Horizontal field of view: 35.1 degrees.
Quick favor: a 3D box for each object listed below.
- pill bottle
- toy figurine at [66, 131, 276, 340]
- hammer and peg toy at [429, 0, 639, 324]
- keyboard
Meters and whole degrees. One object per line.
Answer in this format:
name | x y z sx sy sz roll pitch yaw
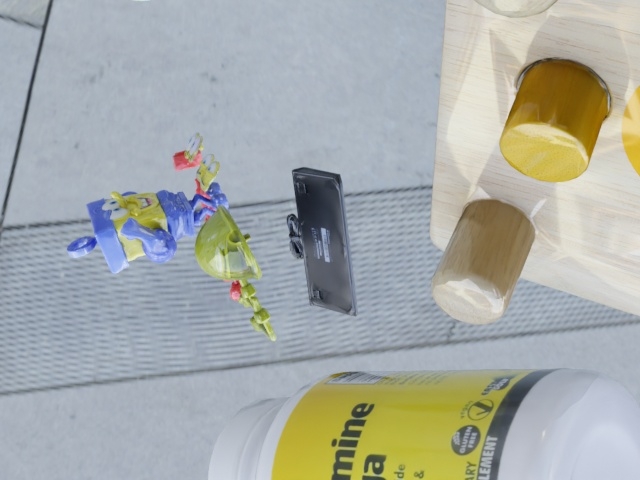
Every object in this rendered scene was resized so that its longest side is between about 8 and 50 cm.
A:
pill bottle | 0.073 0.195 0.786 0.334 0.188 0.188 -8 128 43
toy figurine | -0.216 0.014 1.321 0.217 0.362 0.191 -15 120 -12
hammer and peg toy | 0.217 -0.021 0.385 0.362 0.127 0.266 19 145 15
keyboard | 0.000 0.000 1.226 0.023 0.108 0.180 -25 116 -41
